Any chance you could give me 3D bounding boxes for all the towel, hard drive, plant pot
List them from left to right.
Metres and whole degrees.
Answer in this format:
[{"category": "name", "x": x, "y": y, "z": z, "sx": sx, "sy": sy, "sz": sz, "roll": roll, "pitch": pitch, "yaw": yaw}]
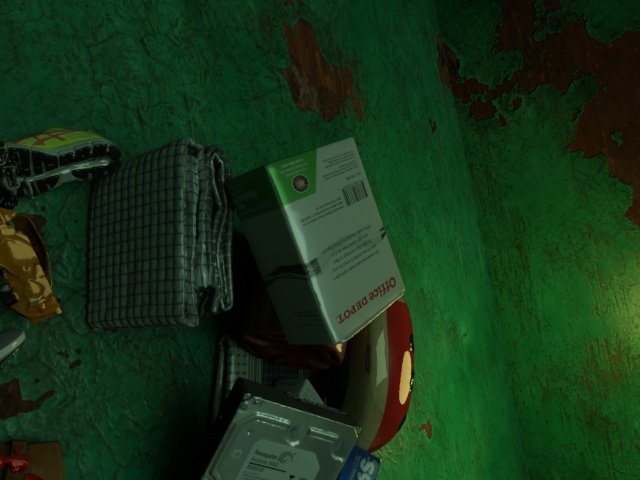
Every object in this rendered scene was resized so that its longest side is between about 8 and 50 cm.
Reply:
[{"category": "towel", "x": -0.252, "y": 0.001, "z": 0.794, "sx": 0.121, "sy": 0.235, "sz": 0.284, "roll": 12, "pitch": 71, "yaw": -58}, {"category": "hard drive", "x": -0.106, "y": 0.418, "z": 0.818, "sx": 0.236, "sy": 0.064, "sz": 0.339, "roll": 27, "pitch": 91, "yaw": -26}, {"category": "towel", "x": -0.109, "y": 0.377, "z": 1.046, "sx": 0.312, "sy": 0.056, "sz": 0.324, "roll": 24, "pitch": 60, "yaw": -52}, {"category": "plant pot", "x": -0.035, "y": 0.106, "z": 1.008, "sx": 0.272, "sy": 0.272, "sz": 0.265, "roll": 40, "pitch": 48, "yaw": -40}]

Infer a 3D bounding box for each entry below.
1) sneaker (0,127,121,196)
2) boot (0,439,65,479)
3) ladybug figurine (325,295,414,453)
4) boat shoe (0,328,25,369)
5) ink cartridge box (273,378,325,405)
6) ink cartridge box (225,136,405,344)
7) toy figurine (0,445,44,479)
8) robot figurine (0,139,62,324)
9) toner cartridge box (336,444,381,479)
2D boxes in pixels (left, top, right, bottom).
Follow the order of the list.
[{"category": "sneaker", "x": -0.421, "y": -0.128, "z": 0.743, "sx": 0.208, "sy": 0.094, "sz": 0.082, "roll": -14, "pitch": 136, "yaw": -39}, {"category": "boot", "x": -0.426, "y": 0.384, "z": 0.579, "sx": 0.220, "sy": 0.109, "sz": 0.284, "roll": 20, "pitch": 58, "yaw": -54}, {"category": "ladybug figurine", "x": 0.116, "y": 0.280, "z": 1.150, "sx": 0.161, "sy": 0.305, "sz": 0.450, "roll": 8, "pitch": 75, "yaw": -12}, {"category": "boat shoe", "x": -0.449, "y": 0.172, "z": 0.641, "sx": 0.142, "sy": 0.049, "sz": 0.040, "roll": -48, "pitch": 137, "yaw": -46}, {"category": "ink cartridge box", "x": -0.065, "y": 0.404, "z": 0.973, "sx": 0.153, "sy": 0.086, "sz": 0.208, "roll": 60, "pitch": 38, "yaw": -24}, {"category": "ink cartridge box", "x": 0.000, "y": 0.000, "z": 0.814, "sx": 0.211, "sy": 0.121, "sz": 0.289, "roll": -27, "pitch": 100, "yaw": -44}, {"category": "toy figurine", "x": -0.300, "y": 0.422, "z": 0.516, "sx": 0.362, "sy": 0.191, "sz": 0.217, "roll": 44, "pitch": 69, "yaw": -7}, {"category": "robot figurine", "x": -0.461, "y": -0.009, "z": 0.615, "sx": 0.211, "sy": 0.085, "sz": 0.291, "roll": -27, "pitch": 103, "yaw": -34}, {"category": "toner cartridge box", "x": -0.006, "y": 0.560, "z": 0.894, "sx": 0.075, "sy": 0.165, "sz": 0.348, "roll": 31, "pitch": 53, "yaw": -5}]
